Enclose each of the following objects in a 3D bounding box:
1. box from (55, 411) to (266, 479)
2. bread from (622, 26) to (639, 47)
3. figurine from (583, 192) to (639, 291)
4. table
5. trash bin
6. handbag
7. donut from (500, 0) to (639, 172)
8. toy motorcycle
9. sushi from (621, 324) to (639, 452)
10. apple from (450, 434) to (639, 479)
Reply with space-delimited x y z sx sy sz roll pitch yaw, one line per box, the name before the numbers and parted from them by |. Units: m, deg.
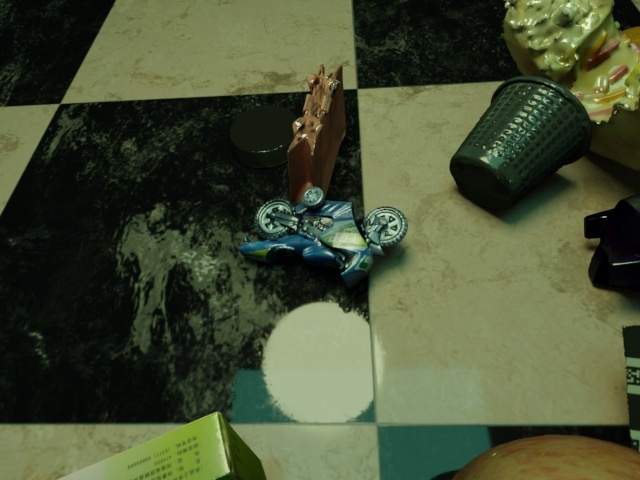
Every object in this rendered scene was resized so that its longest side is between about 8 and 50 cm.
box | -0.192 0.277 0.414 0.260 0.175 0.062 -20 49 -9
bread | 0.602 -0.277 0.748 0.174 0.121 0.246 -27 61 -14
figurine | 0.508 -0.012 0.536 0.308 0.308 0.143 -12 98 -3
table | -0.104 -0.201 0.801 0.133 0.043 0.134 -3 56 4
trash bin | 0.301 -0.138 0.667 0.161 0.175 0.175 -46 64 -8
handbag | -0.004 -0.175 0.707 0.059 0.157 0.213 10 59 10
donut | 0.441 -0.236 0.597 0.150 0.307 0.371 -41 41 14
toy motorcycle | 0.000 0.000 0.637 0.254 0.092 0.136 6 66 19
sushi | 0.436 0.194 0.471 0.192 0.040 0.210 -5 85 8
apple | 0.172 0.310 0.291 0.269 0.345 0.345 18 58 41
